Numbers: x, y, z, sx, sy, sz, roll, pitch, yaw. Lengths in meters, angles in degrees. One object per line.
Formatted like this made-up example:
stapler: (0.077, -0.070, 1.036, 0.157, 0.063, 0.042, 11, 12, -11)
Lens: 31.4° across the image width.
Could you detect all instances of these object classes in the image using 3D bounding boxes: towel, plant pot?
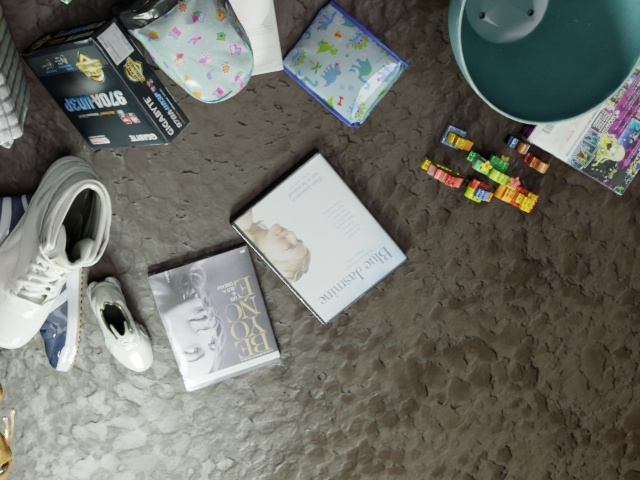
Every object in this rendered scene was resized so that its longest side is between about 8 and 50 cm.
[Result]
towel: (-0.464, -0.243, 1.457, 0.121, 0.283, 0.235, -17, 114, -6)
plant pot: (0.305, -0.336, 1.659, 0.290, 0.195, 0.290, -5, 113, -13)

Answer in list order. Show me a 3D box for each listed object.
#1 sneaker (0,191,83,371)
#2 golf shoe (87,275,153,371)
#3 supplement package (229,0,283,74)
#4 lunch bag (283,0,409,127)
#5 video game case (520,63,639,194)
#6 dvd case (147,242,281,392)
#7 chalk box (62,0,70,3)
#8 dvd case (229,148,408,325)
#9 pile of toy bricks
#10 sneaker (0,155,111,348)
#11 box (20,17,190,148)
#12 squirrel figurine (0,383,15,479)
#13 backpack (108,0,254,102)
sneaker: (-0.434, 0.061, 1.691, 0.153, 0.099, 0.282, -1, 105, -19)
golf shoe: (-0.311, 0.145, 1.768, 0.069, 0.086, 0.176, -27, 118, -4)
supplement package: (-0.122, -0.329, 1.604, 0.105, 0.105, 0.179, -11, 115, -7)
lunch bag: (0.033, -0.260, 1.681, 0.151, 0.096, 0.129, 40, 99, 5)
video game case: (0.468, -0.217, 1.835, 0.210, 0.042, 0.232, 26, 104, -22)
dvd case: (-0.168, 0.126, 1.832, 0.164, 0.018, 0.221, -18, 115, -6)
chalk box: (-0.342, -0.434, 1.465, 0.289, 0.180, 0.179, 37, 99, -23)
dvd case: (0.000, 0.000, 1.819, 0.180, 0.022, 0.253, -40, 116, 4)
pile of toy bricks: (0.278, -0.108, 1.797, 0.212, 0.105, 0.118, 21, 106, -21)
sneaker: (-0.380, 0.031, 1.560, 0.108, 0.169, 0.292, 21, 95, -26)
box: (-0.297, -0.209, 1.554, 0.051, 0.220, 0.175, -49, 120, -27)
squirrel figurine: (-0.634, 0.231, 1.649, 0.397, 0.281, 0.370, 4, 145, 22)
backpack: (-0.169, -0.268, 1.498, 0.152, 0.115, 0.182, -34, 121, 5)
